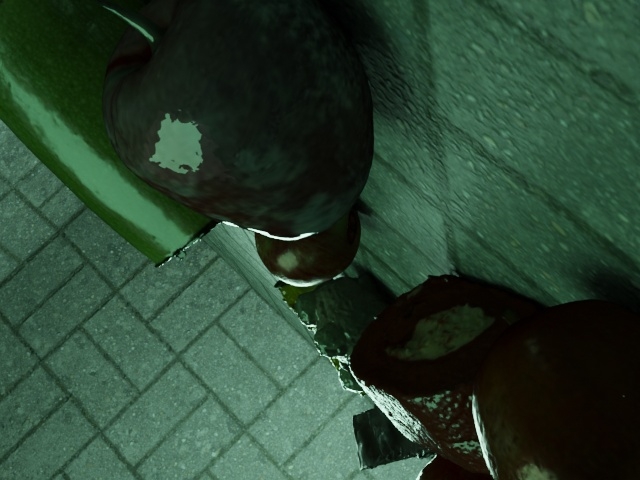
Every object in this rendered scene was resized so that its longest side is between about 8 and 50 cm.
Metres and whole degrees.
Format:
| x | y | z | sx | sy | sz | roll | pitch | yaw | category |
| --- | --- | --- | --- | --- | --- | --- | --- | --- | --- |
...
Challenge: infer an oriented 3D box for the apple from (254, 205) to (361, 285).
| x | y | z | sx | sy | sz | roll | pitch | yaw | category |
| --- | --- | --- | --- | --- | --- | --- | --- | --- | --- |
| -0.016 | -0.009 | 1.227 | 0.131 | 0.146 | 0.146 | 22 | -168 | -47 | apple |

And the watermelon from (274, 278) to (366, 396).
| x | y | z | sx | sy | sz | roll | pitch | yaw | category |
| --- | --- | --- | --- | --- | --- | --- | --- | --- | --- |
| 0.039 | 0.160 | 1.738 | 0.301 | 0.129 | 0.123 | 55 | 166 | -20 | watermelon |

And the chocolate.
| x | y | z | sx | sy | sz | roll | pitch | yaw | category |
| --- | --- | --- | --- | --- | --- | --- | --- | --- | --- |
| 0.171 | 0.305 | 1.499 | 0.321 | 0.112 | 0.111 | 139 | 126 | -58 | chocolate |

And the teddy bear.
| x | y | z | sx | sy | sz | roll | pitch | yaw | category |
| --- | --- | --- | --- | --- | --- | --- | --- | --- | --- |
| 0.075 | 0.171 | 1.572 | 0.236 | 0.151 | 0.267 | 59 | 180 | 44 | teddy bear |

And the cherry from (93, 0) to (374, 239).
| x | y | z | sx | sy | sz | roll | pitch | yaw | category |
| --- | --- | --- | --- | --- | --- | --- | --- | --- | --- |
| -0.074 | -0.124 | 0.781 | 0.285 | 0.213 | 0.236 | 38 | -179 | -21 | cherry |

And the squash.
| x | y | z | sx | sy | sz | roll | pitch | yaw | category |
| --- | --- | --- | --- | --- | --- | --- | --- | --- | --- |
| -0.254 | -0.169 | 1.226 | 0.384 | 0.263 | 0.263 | 46 | 171 | -7 | squash |

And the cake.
| x | y | z | sx | sy | sz | roll | pitch | yaw | category |
| --- | --- | --- | --- | --- | --- | --- | --- | --- | --- |
| 0.157 | 0.148 | 1.020 | 0.151 | 0.177 | 0.283 | 50 | 169 | -23 | cake |

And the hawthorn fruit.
| x | y | z | sx | sy | sz | roll | pitch | yaw | category |
| --- | --- | --- | --- | --- | --- | --- | --- | --- | --- |
| 0.209 | 0.131 | 0.744 | 0.225 | 0.197 | 0.196 | 58 | 180 | 38 | hawthorn fruit |

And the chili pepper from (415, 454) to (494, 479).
| x | y | z | sx | sy | sz | roll | pitch | yaw | category |
| --- | --- | --- | --- | --- | --- | --- | --- | --- | --- |
| 0.305 | 0.471 | 1.487 | 0.229 | 0.251 | 0.305 | 50 | 172 | -24 | chili pepper |
